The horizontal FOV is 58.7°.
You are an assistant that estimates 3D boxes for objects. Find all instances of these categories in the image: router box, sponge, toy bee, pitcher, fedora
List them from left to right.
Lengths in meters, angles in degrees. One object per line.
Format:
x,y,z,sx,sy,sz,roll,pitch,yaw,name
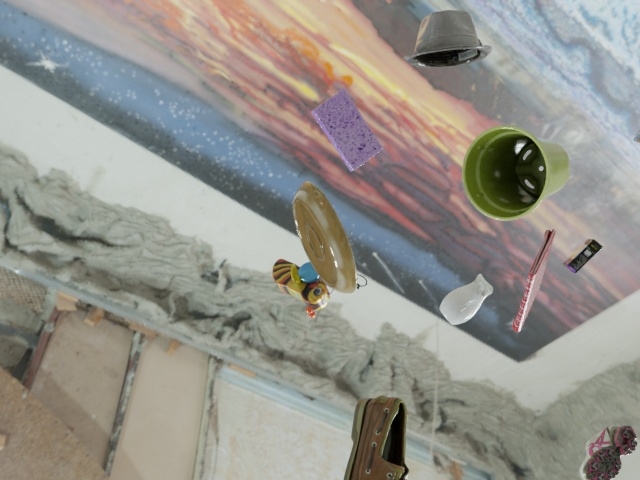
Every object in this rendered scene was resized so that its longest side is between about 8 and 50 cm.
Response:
-0.037,0.146,1.732,0.195,0.298,0.162,49,-127,-31,toy bee
0.078,-0.319,1.646,0.210,0.117,0.031,55,168,-9,sponge
0.354,-0.568,1.594,0.275,0.243,0.125,-14,-78,-60,fedora
0.560,0.233,2.180,0.125,0.207,0.177,49,-166,6,pitcher
0.944,0.056,2.056,0.046,0.133,0.179,45,-167,14,router box

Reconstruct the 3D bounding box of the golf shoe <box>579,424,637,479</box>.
0.633,0.483,1.281,0.186,0.086,0.068,-23,-95,-33,golf shoe

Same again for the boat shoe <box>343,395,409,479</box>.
0.119,0.468,1.151,0.110,0.104,0.308,30,-126,-42,boat shoe

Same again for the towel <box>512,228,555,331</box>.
0.616,0.121,1.654,0.031,0.275,0.199,21,-127,24,towel

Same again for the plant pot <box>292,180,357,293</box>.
0.000,0.000,1.112,0.032,0.236,0.236,-22,-114,-16,plant pot

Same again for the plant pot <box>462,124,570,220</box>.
0.617,-0.212,1.724,0.253,0.276,0.276,-12,-117,-41,plant pot

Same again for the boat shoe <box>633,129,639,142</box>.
0.997,-0.330,1.674,0.066,0.066,0.183,46,164,11,boat shoe
